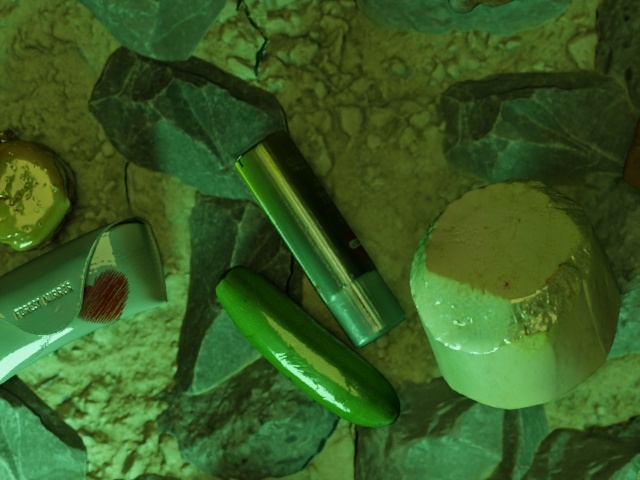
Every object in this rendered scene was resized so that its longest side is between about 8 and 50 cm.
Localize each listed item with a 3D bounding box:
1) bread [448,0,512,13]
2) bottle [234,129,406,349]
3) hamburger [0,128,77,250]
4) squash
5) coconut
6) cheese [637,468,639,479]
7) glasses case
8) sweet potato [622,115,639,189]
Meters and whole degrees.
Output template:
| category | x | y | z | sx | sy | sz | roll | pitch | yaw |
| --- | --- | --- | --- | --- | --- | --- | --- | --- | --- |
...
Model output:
| category | x | y | z | sx | sy | sz | roll | pitch | yaw |
| --- | --- | --- | --- | --- | --- | --- | --- | --- | --- |
| bread | 0.247 | -0.400 | 1.662 | 0.244 | 0.123 | 0.190 | -17 | 86 | 8 |
| bottle | 0.000 | 0.000 | 1.728 | 0.082 | 0.082 | 0.286 | -34 | 85 | 8 |
| hamburger | -0.394 | -0.064 | 1.796 | 0.147 | 0.083 | 0.138 | 35 | 92 | 5 |
| squash | -0.021 | 0.138 | 1.733 | 0.292 | 0.082 | 0.082 | 40 | 97 | 7 |
| coconut | 0.234 | 0.070 | 1.619 | 0.239 | 0.244 | 0.239 | -12 | 50 | 14 |
| cheese | 0.519 | 0.292 | 1.648 | 0.270 | 0.069 | 0.177 | 6 | 92 | 7 |
| glasses case | -0.349 | 0.083 | 1.788 | 0.308 | 0.083 | 0.128 | -27 | 85 | 9 |
| sweet potato | 0.443 | -0.170 | 1.652 | 0.097 | 0.097 | 0.252 | 24 | 90 | 9 |
